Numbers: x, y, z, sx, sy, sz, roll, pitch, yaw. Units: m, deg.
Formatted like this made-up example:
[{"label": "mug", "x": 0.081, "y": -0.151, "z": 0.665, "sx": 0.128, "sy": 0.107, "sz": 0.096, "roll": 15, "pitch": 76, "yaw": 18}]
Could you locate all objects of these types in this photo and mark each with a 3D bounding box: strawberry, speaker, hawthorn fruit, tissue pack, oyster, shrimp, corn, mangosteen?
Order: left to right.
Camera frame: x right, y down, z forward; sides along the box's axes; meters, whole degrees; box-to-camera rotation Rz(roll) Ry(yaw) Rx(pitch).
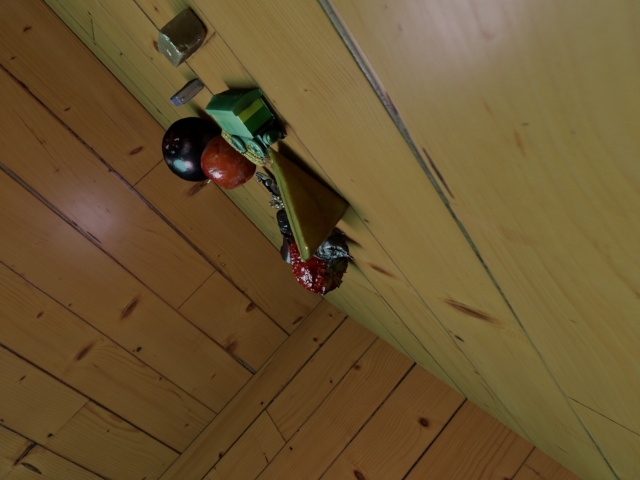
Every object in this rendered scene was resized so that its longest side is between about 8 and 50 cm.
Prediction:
[{"label": "tissue pack", "x": -0.525, "y": -0.576, "z": 1.628, "sx": 0.051, "sy": 0.112, "sz": 0.156, "roll": 51, "pitch": 167, "yaw": -28}, {"label": "mangosteen", "x": -0.583, "y": -0.433, "z": 2.002, "sx": 0.307, "sy": 0.307, "sz": 0.347, "roll": 39, "pitch": -163, "yaw": 23}, {"label": "hawthorn fruit", "x": -0.416, "y": -0.316, "z": 1.792, "sx": 0.242, "sy": 0.271, "sz": 0.242, "roll": 47, "pitch": 178, "yaw": 2}, {"label": "corn", "x": -0.295, "y": -0.378, "z": 1.632, "sx": 0.248, "sy": 0.081, "sz": 0.081, "roll": 40, "pitch": 168, "yaw": 21}, {"label": "oyster", "x": -0.157, "y": -0.166, "z": 1.875, "sx": 0.177, "sy": 0.056, "sz": 0.105, "roll": 8, "pitch": 156, "yaw": 17}, {"label": "speaker", "x": -0.160, "y": 0.005, "z": 2.218, "sx": 0.198, "sy": 0.259, "sz": 0.329, "roll": 2, "pitch": 151, "yaw": 12}, {"label": "strawberry", "x": -0.014, "y": 0.118, "z": 2.010, "sx": 0.257, "sy": 0.261, "sz": 0.261, "roll": 17, "pitch": 154, "yaw": 38}, {"label": "shrimp", "x": 0.005, "y": -0.001, "z": 1.817, "sx": 0.410, "sy": 0.166, "sz": 0.221, "roll": -128, "pitch": 19, "yaw": -58}]

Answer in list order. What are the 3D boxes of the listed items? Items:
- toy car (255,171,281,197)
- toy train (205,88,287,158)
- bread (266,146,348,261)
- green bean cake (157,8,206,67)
[{"label": "toy car", "x": -0.223, "y": -0.248, "z": 1.919, "sx": 0.095, "sy": 0.056, "sz": 0.205, "roll": 29, "pitch": 164, "yaw": 47}, {"label": "toy train", "x": -0.239, "y": -0.377, "z": 1.330, "sx": 0.301, "sy": 0.120, "sz": 0.202, "roll": 28, "pitch": 159, "yaw": 53}, {"label": "bread", "x": -0.107, "y": -0.133, "z": 1.482, "sx": 0.361, "sy": 0.245, "sz": 0.233, "roll": 40, "pitch": 170, "yaw": 1}, {"label": "green bean cake", "x": -0.397, "y": -0.573, "z": 1.189, "sx": 0.085, "sy": 0.109, "sz": 0.179, "roll": 49, "pitch": 167, "yaw": -24}]
